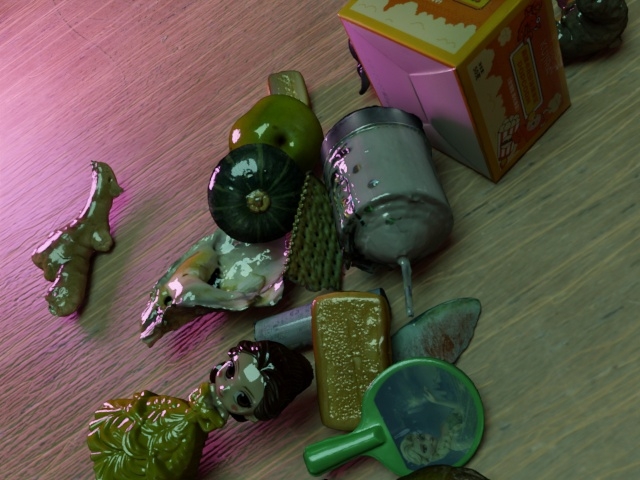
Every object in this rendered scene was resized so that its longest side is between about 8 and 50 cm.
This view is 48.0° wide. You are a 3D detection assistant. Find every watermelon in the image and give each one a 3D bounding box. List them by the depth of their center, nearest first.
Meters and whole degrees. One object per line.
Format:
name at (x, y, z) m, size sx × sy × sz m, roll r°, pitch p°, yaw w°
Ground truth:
watermelon at (0.163, 0.143, 1.052) m, size 0.094 × 0.081 × 0.180 m, roll 39°, pitch 87°, yaw 13°

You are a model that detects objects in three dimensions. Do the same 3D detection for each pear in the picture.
pear at (-0.090, -0.179, 1.328) m, size 0.180 × 0.166 × 0.216 m, roll -59°, pitch 21°, yaw -2°

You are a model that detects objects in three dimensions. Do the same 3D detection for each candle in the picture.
candle at (0.108, -0.047, 1.111) m, size 0.188 × 0.187 × 0.330 m, roll -21°, pitch 50°, yaw 13°

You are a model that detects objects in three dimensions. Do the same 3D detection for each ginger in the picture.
ginger at (-0.486, -0.006, 1.447) m, size 0.148 × 0.081 × 0.333 m, roll 10°, pitch 65°, yaw 26°

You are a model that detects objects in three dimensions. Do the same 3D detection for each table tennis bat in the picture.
table tennis bat at (0.096, 0.257, 0.975) m, size 0.257 × 0.039 × 0.160 m, roll -24°, pitch 80°, yaw 7°

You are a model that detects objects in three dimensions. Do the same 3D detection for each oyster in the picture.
oyster at (-0.161, 0.068, 1.227) m, size 0.271 × 0.100 × 0.275 m, roll -9°, pitch 37°, yaw 21°

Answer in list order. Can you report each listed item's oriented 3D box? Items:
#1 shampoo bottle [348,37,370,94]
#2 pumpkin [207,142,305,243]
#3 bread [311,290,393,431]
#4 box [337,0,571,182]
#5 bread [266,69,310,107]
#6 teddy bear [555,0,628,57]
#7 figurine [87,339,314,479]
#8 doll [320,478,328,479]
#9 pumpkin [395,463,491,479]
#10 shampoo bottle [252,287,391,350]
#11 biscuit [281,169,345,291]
shampoo bottle at (0.110, -0.417, 1.407) m, size 0.101 × 0.101 × 0.283 m, roll -3°, pitch 58°, yaw 25°
pumpkin at (-0.102, -0.077, 1.186) m, size 0.167 × 0.167 × 0.125 m, roll -23°, pitch 12°, yaw 11°
bread at (0.049, 0.171, 1.038) m, size 0.116 × 0.077 × 0.200 m, roll -6°, pitch 85°, yaw 7°
box at (0.224, -0.293, 1.152) m, size 0.214 × 0.283 × 0.260 m, roll -48°, pitch 52°, yaw -8°
bread at (-0.064, -0.283, 1.434) m, size 0.082 × 0.056 × 0.115 m, roll -14°, pitch 65°, yaw -4°
teddy bear at (0.450, -0.404, 1.217) m, size 0.140 × 0.177 × 0.190 m, roll 16°, pitch 59°, yaw -16°
figurine at (-0.165, 0.244, 1.024) m, size 0.315 × 0.168 × 0.187 m, roll -36°, pitch 39°, yaw 21°
doll at (-0.063, 0.400, 0.980) m, size 0.219 × 0.067 × 0.091 m, roll -26°, pitch 78°, yaw 8°
pumpkin at (0.145, 0.369, 0.841) m, size 0.219 × 0.162 × 0.218 m, roll -16°, pitch 51°, yaw 21°
shampoo bottle at (0.003, 0.127, 1.128) m, size 0.214 × 0.072 × 0.072 m, roll -19°, pitch 53°, yaw 14°
biscuit at (0.001, 0.000, 1.163) m, size 0.016 × 0.144 × 0.203 m, roll -14°, pitch 52°, yaw 34°
